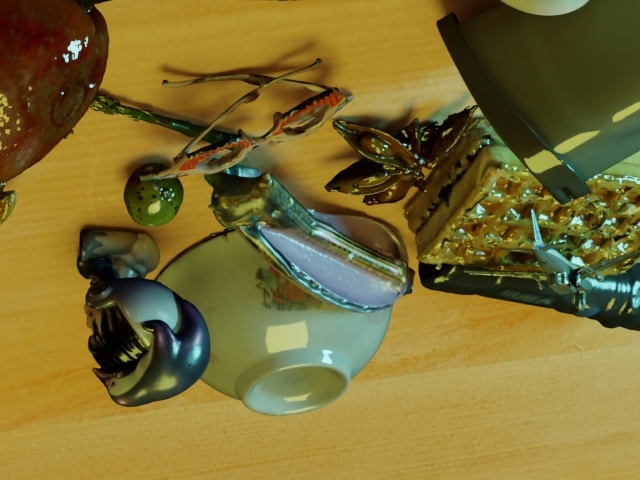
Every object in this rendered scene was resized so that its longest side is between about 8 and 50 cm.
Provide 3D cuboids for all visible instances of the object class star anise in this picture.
[{"bbox_3d":[0.077,-0.095,1.968,0.157,0.054,0.212,3,147,-24],"label":"star anise"}]

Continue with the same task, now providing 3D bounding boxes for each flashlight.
[{"bbox_3d":[0.317,0.056,2.251,0.424,0.103,0.103,10,142,-30],"label":"flashlight"}]

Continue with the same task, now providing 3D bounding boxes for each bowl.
[{"bbox_3d":[-0.045,0.126,2.187,0.345,0.157,0.345,-8,149,-5],"label":"bowl"}]

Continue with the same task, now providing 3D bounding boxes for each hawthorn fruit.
[{"bbox_3d":[-0.301,-0.170,1.579,0.260,0.224,0.224,-31,147,2],"label":"hawthorn fruit"}]

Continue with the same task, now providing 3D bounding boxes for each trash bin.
[{"bbox_3d":[0.285,-0.181,1.749,0.250,0.219,0.220,-27,169,10],"label":"trash bin"}]

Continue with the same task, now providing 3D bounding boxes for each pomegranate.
[{"bbox_3d":[-0.194,-0.057,1.936,0.073,0.084,0.073,-18,129,-24],"label":"pomegranate"}]

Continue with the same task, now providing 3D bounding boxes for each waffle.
[{"bbox_3d":[0.285,-0.046,2.083,0.308,0.091,0.213,4,145,-25],"label":"waffle"}]

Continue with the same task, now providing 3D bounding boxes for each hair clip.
[{"bbox_3d":[0.000,0.002,2.033,0.095,0.110,0.358,-40,138,17],"label":"hair clip"}]

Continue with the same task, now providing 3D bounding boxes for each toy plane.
[{"bbox_3d":[0.294,0.035,2.076,0.226,0.058,0.226,-7,152,25],"label":"toy plane"}]

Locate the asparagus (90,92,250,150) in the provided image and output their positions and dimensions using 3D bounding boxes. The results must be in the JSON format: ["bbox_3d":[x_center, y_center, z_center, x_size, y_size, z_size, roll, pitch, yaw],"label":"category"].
[{"bbox_3d":[-0.168,-0.130,1.862,0.232,0.023,0.022,15,95,-37],"label":"asparagus"}]

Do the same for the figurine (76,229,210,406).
[{"bbox_3d":[-0.212,0.094,2.021,0.145,0.222,0.145,-13,150,-8],"label":"figurine"}]

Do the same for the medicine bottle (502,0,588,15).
[{"bbox_3d":[0.234,-0.341,1.551,0.133,0.133,0.274,-3,147,-15],"label":"medicine bottle"}]

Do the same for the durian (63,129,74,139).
[{"bbox_3d":[-0.369,-0.104,1.785,0.215,0.086,0.100,-10,163,-7],"label":"durian"}]

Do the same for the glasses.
[{"bbox_3d":[-0.084,-0.132,1.843,0.255,0.095,0.162,-21,167,-5],"label":"glasses"}]

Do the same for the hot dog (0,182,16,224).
[{"bbox_3d":[-0.452,-0.016,1.908,0.235,0.062,0.092,-23,147,13],"label":"hot dog"}]
